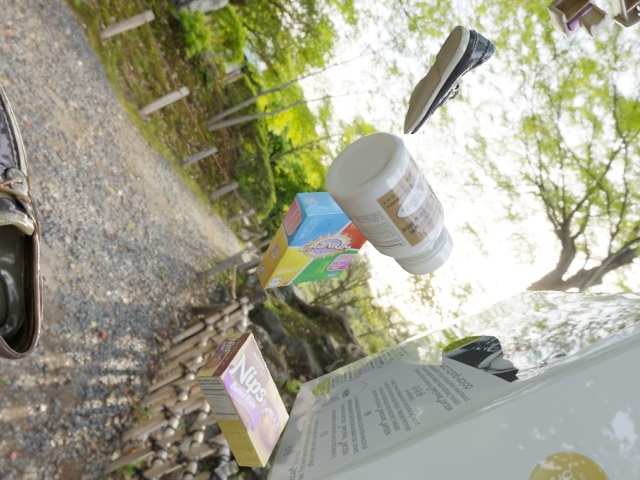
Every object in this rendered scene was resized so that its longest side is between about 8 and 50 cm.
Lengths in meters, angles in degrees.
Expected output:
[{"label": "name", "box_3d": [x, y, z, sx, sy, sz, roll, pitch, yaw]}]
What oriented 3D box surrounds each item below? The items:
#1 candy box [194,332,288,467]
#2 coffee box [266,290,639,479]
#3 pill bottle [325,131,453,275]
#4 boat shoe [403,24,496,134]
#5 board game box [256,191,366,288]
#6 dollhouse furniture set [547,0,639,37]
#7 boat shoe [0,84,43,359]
[{"label": "candy box", "box_3d": [-0.121, 0.257, 0.774, 0.109, 0.053, 0.186, -54, 131, -57]}, {"label": "coffee box", "box_3d": [0.176, 0.262, 0.441, 0.338, 0.335, 0.337, 74, -7, -85]}, {"label": "pill bottle", "box_3d": [0.120, -0.047, 0.753, 0.229, 0.131, 0.131, 47, 9, -38]}, {"label": "boat shoe", "box_3d": [0.190, -0.229, 0.732, 0.206, 0.065, 0.075, 121, -24, -57]}, {"label": "board game box", "box_3d": [0.000, 0.000, 1.199, 0.316, 0.242, 0.064, -57, -131, 47]}, {"label": "dollhouse furniture set", "box_3d": [0.695, -0.450, 0.958, 0.198, 0.286, 0.303, 25, 31, -46]}, {"label": "boat shoe", "box_3d": [-0.367, -0.031, 0.531, 0.123, 0.123, 0.341, -9, 103, -56]}]
